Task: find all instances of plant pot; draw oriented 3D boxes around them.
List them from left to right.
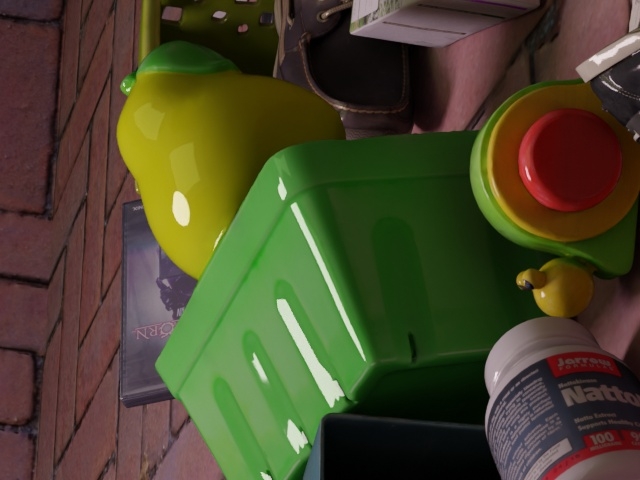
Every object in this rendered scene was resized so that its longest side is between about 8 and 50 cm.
[{"bbox_3d":[-0.092,-0.158,2.053,0.207,0.227,0.228,114,159,-57],"label":"plant pot"},{"bbox_3d":[0.058,0.249,1.427,0.234,0.165,0.166,114,159,-64],"label":"plant pot"}]

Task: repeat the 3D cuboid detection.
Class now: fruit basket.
[{"bbox_3d":[0.000,0.000,1.521,0.392,0.283,0.392,176,90,-66],"label":"fruit basket"}]

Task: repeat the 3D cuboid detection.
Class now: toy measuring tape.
[{"bbox_3d":[0.166,-0.112,1.314,0.121,0.121,0.330,165,112,-72],"label":"toy measuring tape"}]

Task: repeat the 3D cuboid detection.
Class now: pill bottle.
[{"bbox_3d":[0.163,0.129,1.216,0.180,0.108,0.108,-109,32,-57],"label":"pill bottle"}]

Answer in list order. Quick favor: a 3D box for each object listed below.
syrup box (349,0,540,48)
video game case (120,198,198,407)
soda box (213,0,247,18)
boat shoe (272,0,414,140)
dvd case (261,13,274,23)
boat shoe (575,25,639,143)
[{"bbox_3d":[0.106,-0.230,1.629,0.237,0.096,0.093,171,106,-73],"label":"syrup box"},{"bbox_3d":[-0.128,0.049,2.135,0.026,0.196,0.274,65,-163,-49],"label":"video game case"},{"bbox_3d":[-0.117,-0.392,2.514,0.069,0.074,0.216,-108,32,-57],"label":"soda box"},{"bbox_3d":[0.017,-0.210,1.831,0.355,0.132,0.130,-108,20,-56],"label":"boat shoe"},{"bbox_3d":[-0.024,-0.326,2.242,0.239,0.029,0.179,134,143,-62],"label":"dvd case"},{"bbox_3d":[0.248,-0.117,1.162,0.079,0.084,0.233,62,152,0],"label":"boat shoe"}]
